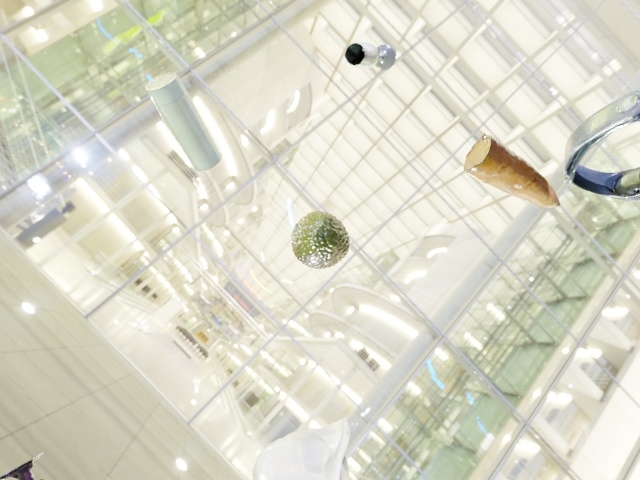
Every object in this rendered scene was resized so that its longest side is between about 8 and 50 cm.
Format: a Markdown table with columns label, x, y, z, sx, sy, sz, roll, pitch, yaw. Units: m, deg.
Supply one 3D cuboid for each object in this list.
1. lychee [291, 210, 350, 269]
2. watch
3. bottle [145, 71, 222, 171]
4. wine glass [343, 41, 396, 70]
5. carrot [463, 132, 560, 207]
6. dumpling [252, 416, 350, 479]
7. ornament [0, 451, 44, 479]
| label | x | y | z | sx | sy | sz | roll | pitch | yaw |
| --- | --- | --- | --- | --- | --- | --- | --- | --- | --- |
| lychee | 0.000 | 0.000 | 0.816 | 0.114 | 0.114 | 0.146 | 44 | -5 | 7 |
| watch | 0.488 | -0.139 | 0.675 | 0.193 | 0.068 | 0.206 | 27 | -25 | -18 |
| bottle | -0.285 | -0.246 | 0.912 | 0.072 | 0.072 | 0.201 | 29 | -26 | 40 |
| wine glass | 0.128 | -0.476 | 1.108 | 0.074 | 0.262 | 0.074 | 9 | -67 | 22 |
| carrot | 0.335 | -0.100 | 0.729 | 0.205 | 0.072 | 0.072 | 27 | -13 | -19 |
| dumpling | -0.012 | 0.325 | 0.625 | 0.126 | 0.166 | 0.216 | 46 | -2 | 25 |
| ornament | -0.696 | 0.637 | 1.063 | 0.203 | 0.088 | 0.081 | 61 | -19 | -2 |
